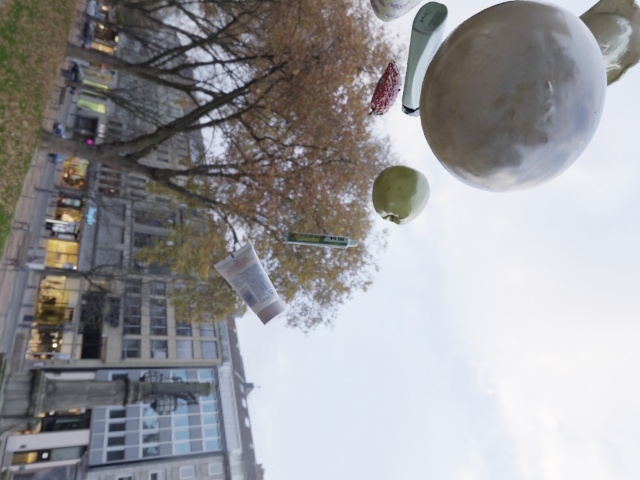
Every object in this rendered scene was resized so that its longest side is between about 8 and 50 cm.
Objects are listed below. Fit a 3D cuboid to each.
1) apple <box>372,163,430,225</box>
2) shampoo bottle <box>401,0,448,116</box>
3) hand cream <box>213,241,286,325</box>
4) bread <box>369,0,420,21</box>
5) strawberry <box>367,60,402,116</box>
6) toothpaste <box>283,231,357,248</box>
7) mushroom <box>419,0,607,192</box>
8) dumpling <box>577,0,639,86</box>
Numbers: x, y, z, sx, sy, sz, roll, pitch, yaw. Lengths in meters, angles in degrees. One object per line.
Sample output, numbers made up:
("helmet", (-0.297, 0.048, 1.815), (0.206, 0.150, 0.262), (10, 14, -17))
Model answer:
("apple", (0.255, -0.150, 1.340), (0.200, 0.200, 0.199), (-24, -118, 55))
("shampoo bottle", (0.284, -0.486, 1.197), (0.134, 0.078, 0.359), (-60, 166, -14))
("hand cream", (-0.209, 0.139, 1.279), (0.247, 0.133, 0.083), (56, -12, 10))
("bread", (0.255, -0.797, 1.283), (0.187, 0.155, 0.338), (-38, -168, 10))
("strawberry", (0.242, -0.536, 1.515), (0.192, 0.085, 0.140), (-61, 171, -11))
("toothpaste", (0.000, 0.000, 1.145), (0.049, 0.204, 0.031), (-88, -175, -56))
("mushroom", (0.233, -0.172, 0.523), (0.178, 0.227, 0.226), (-125, -132, -80))
("dumpling", (0.655, -0.450, 1.005), (0.179, 0.131, 0.252), (49, -36, 5))
